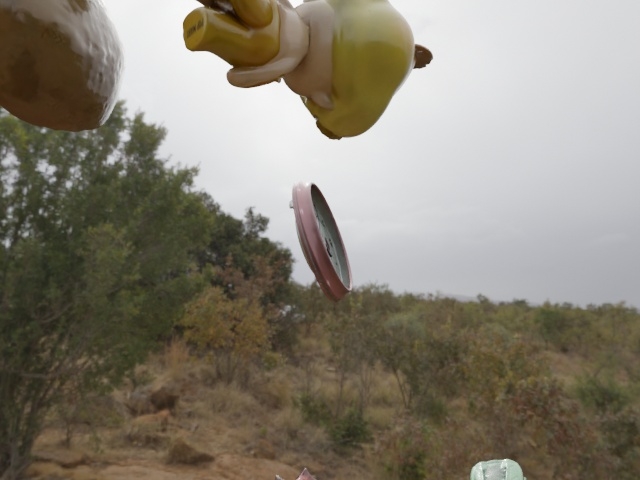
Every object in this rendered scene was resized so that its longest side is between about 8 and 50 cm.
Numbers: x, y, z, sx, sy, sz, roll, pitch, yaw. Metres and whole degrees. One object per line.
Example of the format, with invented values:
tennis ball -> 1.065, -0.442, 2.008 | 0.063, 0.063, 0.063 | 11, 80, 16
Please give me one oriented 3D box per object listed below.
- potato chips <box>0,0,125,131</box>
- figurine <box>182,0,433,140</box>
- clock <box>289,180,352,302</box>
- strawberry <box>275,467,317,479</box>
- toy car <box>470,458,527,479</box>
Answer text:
potato chips -> -0.237, -0.194, 0.453 | 0.061, 0.196, 0.208 | -3, -28, 8
figurine -> -0.001, -0.170, 0.417 | 0.131, 0.157, 0.246 | -1, 5, 43
clock -> -0.001, 0.001, 0.921 | 0.056, 0.245, 0.244 | -20, -14, 11
strawberry -> -0.025, 0.363, 0.433 | 0.205, 0.244, 0.205 | 18, -45, 19
toy car -> 0.263, 0.390, 0.693 | 0.093, 0.058, 0.186 | -15, 15, 20
